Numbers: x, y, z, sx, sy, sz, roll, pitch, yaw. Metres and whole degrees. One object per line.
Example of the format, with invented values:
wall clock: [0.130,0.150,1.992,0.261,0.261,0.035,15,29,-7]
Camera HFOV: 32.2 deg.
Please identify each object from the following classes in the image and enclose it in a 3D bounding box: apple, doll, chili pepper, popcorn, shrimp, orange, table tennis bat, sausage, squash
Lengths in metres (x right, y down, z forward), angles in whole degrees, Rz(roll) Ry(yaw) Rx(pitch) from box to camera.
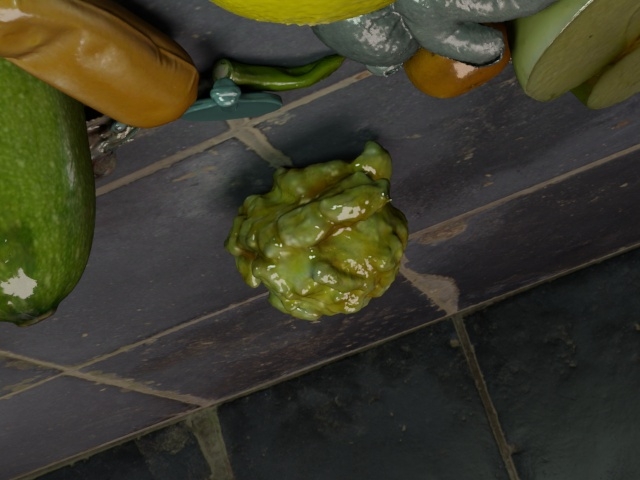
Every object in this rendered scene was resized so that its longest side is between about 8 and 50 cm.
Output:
apple: [0.421,-0.313,1.395,0.311,0.320,0.360,36,121,-18]
doll: [0.137,-0.313,1.309,0.340,0.158,0.246,-20,123,31]
chili pepper: [-0.056,-0.233,1.551,0.201,0.050,0.052,-8,-167,-30]
popcorn: [0.008,-0.001,1.880,0.335,0.274,0.279,-2,127,30]
shrimp: [-0.343,-0.119,1.595,0.317,0.062,0.164,-24,164,30]
orange: [0.184,-0.271,1.513,0.159,0.136,0.159,-24,179,-1]
table tennis bat: [-0.127,-0.190,1.528,0.149,0.038,0.237,-6,180,-1]
sausage: [-0.278,-0.228,1.274,0.134,0.116,0.354,-11,162,27]
squash: [-0.419,-0.047,1.351,0.310,0.309,0.310,-14,160,-5]

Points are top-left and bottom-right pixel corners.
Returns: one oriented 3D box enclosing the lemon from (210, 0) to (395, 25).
lemon: [-0.019,-0.337,0.897,0.364,0.364,0.364,-15,160,-6]

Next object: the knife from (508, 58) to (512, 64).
knife: [0.353,-0.285,1.759,0.365,0.043,0.089,-3,155,-35]
